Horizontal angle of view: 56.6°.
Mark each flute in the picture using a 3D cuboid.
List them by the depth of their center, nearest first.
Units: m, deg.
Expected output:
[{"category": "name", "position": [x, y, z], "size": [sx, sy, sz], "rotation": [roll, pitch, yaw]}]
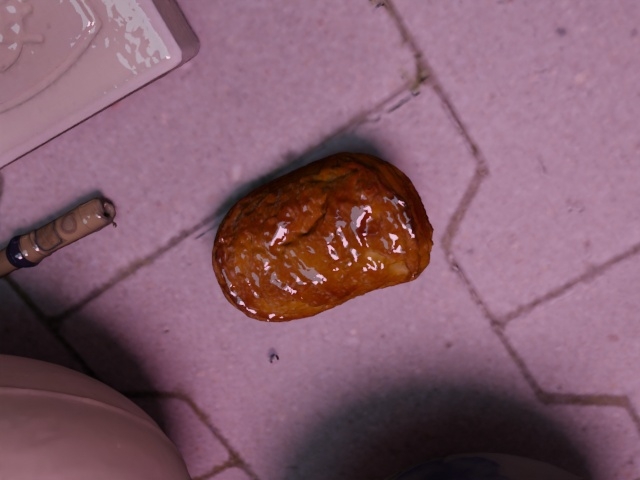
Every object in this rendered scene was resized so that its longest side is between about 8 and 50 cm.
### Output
[{"category": "flute", "position": [-0.248, 0.026, 0.432], "size": [0.233, 0.027, 0.027], "rotation": [-25, 106, 12]}]

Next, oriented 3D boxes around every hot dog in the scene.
[{"category": "hot dog", "position": [0.000, 0.002, 0.386], "size": [0.147, 0.065, 0.099], "rotation": [-24, 107, 23]}]

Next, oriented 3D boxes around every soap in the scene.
[{"category": "soap", "position": [-0.181, -0.122, 0.355], "size": [0.183, 0.063, 0.121], "rotation": [-26, 108, 13]}]

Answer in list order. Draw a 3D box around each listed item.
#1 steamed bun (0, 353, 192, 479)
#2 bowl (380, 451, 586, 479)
[{"category": "steamed bun", "position": [-0.241, 0.246, 0.358], "size": [0.334, 0.334, 0.373], "rotation": [31, 100, -7]}, {"category": "bowl", "position": [0.116, 0.259, 0.428], "size": [0.290, 0.146, 0.289], "rotation": [1, 112, 3]}]
